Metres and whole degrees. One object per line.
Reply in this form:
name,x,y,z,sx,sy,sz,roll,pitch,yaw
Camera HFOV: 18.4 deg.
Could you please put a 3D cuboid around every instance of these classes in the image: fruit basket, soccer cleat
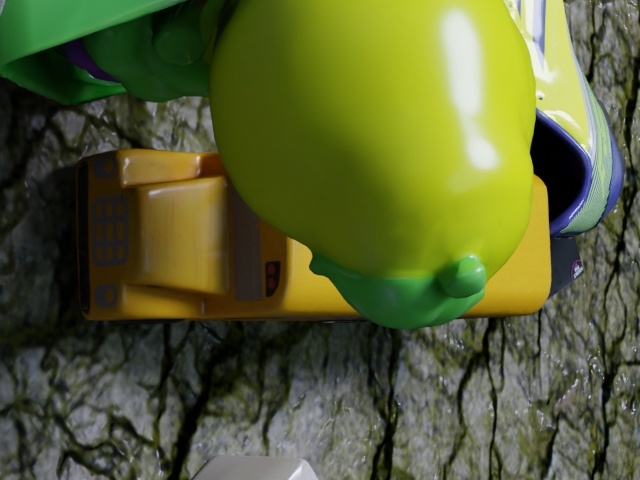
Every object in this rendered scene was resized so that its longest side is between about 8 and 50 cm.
fruit basket,0.014,-0.129,1.078,0.283,0.392,0.392,6,82,-85
soccer cleat,0.130,-0.134,1.417,0.121,0.093,0.289,-35,99,-55

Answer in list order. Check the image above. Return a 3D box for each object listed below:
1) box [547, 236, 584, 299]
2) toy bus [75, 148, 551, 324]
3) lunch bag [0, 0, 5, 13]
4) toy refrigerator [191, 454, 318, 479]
box,0.156,0.000,1.506,0.062,0.052,0.083,-30,110,-43
toy bus,0.000,0.000,1.277,0.333,0.130,0.108,3,85,-48
lunch bag,-0.269,-0.166,0.934,0.235,0.169,0.287,12,113,-33
toy refrigerator,-0.085,0.257,1.196,0.269,0.094,0.102,-49,121,-38
